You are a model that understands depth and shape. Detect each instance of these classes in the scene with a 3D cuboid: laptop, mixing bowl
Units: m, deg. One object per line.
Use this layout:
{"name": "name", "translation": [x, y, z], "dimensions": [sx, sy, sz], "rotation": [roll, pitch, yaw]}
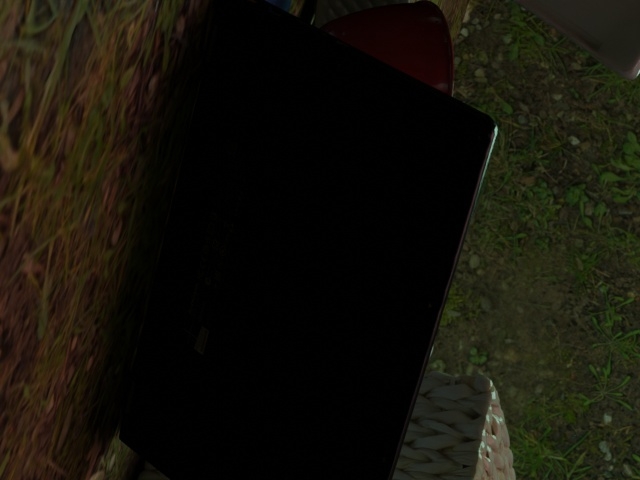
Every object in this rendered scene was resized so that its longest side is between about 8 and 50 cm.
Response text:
{"name": "laptop", "translation": [0.000, 0.000, 1.322], "dimensions": [0.236, 0.408, 0.382], "rotation": [-9, 122, -45]}
{"name": "mixing bowl", "translation": [0.033, -0.123, 1.441], "dimensions": [0.181, 0.098, 0.181], "rotation": [-174, -90, -70]}

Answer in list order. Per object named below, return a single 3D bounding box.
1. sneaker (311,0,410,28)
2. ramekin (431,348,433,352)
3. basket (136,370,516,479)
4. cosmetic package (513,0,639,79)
{"name": "sneaker", "translation": [0.019, -0.106, 1.605], "dimensions": [0.127, 0.126, 0.321], "rotation": [88, 18, -73]}
{"name": "ramekin", "translation": [0.019, 0.128, 1.992], "dimensions": [0.109, 0.207, 0.207], "rotation": [-65, 177, 24]}
{"name": "basket", "translation": [0.015, 0.305, 1.557], "dimensions": [0.331, 0.328, 0.266], "rotation": [73, 28, -47]}
{"name": "cosmetic package", "translation": [0.238, -0.377, 1.541], "dimensions": [0.327, 0.329, 0.393], "rotation": [-57, 177, 13]}
